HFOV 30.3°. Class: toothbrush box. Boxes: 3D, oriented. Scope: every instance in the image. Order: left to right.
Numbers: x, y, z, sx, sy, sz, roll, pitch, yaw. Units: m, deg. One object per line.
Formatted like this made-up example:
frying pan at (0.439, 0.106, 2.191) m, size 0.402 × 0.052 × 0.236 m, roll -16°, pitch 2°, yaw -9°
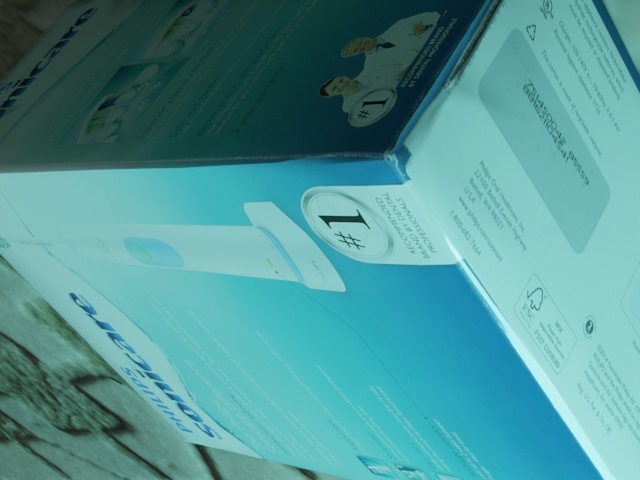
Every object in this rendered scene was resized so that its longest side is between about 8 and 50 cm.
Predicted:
toothbrush box at (0.000, 0.000, 0.517) m, size 0.295 × 0.126 × 0.216 m, roll 0°, pitch 138°, yaw 46°
